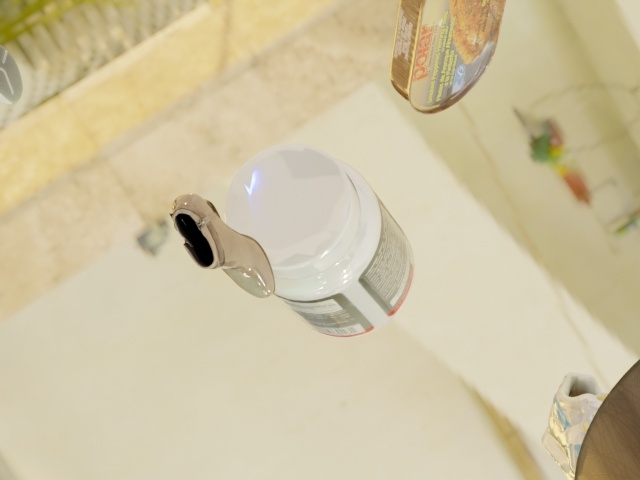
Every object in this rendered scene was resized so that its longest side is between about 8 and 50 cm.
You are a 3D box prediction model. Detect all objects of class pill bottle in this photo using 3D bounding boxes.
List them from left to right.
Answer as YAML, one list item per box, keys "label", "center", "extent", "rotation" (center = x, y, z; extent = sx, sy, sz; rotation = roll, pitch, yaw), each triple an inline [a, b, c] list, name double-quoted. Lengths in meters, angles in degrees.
- label: "pill bottle"
  center: [0.000, 0.000, 1.877]
  extent: [0.161, 0.161, 0.283]
  rotation: [56, 2, 21]

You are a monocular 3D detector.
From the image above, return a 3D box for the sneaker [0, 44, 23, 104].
- label: "sneaker"
  center: [-0.408, -0.212, 1.987]
  extent: [0.061, 0.054, 0.152]
  rotation: [-25, -61, 42]

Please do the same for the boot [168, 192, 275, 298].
- label: "boot"
  center: [-0.086, 0.010, 1.476]
  extent: [0.118, 0.042, 0.087]
  rotation: [50, 14, -4]

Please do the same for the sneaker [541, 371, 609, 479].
- label: "sneaker"
  center: [0.312, 0.220, 1.883]
  extent: [0.228, 0.087, 0.092]
  rotation: [-137, -126, -63]

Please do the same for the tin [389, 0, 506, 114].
- label: "tin"
  center: [0.111, -0.191, 1.491]
  extent: [0.040, 0.106, 0.190]
  rotation: [40, -36, 27]

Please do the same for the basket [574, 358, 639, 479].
- label: "basket"
  center: [0.291, 0.199, 1.142]
  extent: [0.227, 0.154, 0.204]
  rotation: [-118, -142, -46]
